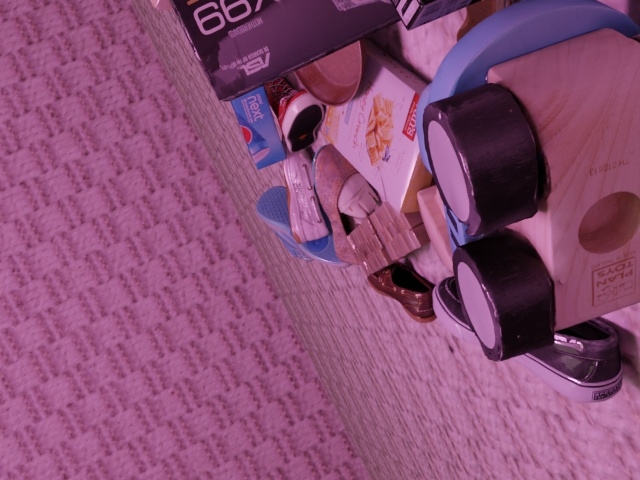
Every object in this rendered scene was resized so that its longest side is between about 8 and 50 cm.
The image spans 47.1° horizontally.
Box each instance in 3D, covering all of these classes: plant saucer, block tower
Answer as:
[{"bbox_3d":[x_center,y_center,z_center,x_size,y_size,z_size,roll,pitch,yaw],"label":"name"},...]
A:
[{"bbox_3d":[0.009,-0.296,1.077,0.198,0.036,0.199,41,145,38],"label":"plant saucer"},{"bbox_3d":[0.135,-0.018,1.249,0.091,0.097,0.335,63,165,4],"label":"block tower"}]

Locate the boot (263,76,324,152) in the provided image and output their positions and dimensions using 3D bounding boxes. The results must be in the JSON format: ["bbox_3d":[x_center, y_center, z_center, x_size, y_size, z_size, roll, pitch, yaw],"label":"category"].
[{"bbox_3d":[-0.071,-0.297,1.518,0.176,0.088,0.244,63,170,6],"label":"boot"}]

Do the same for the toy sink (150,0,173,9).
[{"bbox_3d":[-0.186,-0.471,1.218,0.131,0.234,0.153,-47,67,41],"label":"toy sink"}]

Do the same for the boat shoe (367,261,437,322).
[{"bbox_3d":[0.154,0.078,1.410,0.207,0.073,0.073,35,148,50],"label":"boat shoe"}]

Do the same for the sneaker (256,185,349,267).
[{"bbox_3d":[0.000,0.000,1.778,0.319,0.127,0.208,38,170,37],"label":"sneaker"}]

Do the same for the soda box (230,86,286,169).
[{"bbox_3d":[-0.136,-0.251,1.548,0.210,0.071,0.067,73,173,-49],"label":"soda box"}]

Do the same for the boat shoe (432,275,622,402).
[{"bbox_3d":[0.257,0.095,0.965,0.306,0.113,0.105,38,146,55],"label":"boat shoe"}]

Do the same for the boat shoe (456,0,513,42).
[{"bbox_3d":[0.181,-0.236,0.784,0.056,0.048,0.153,42,165,27],"label":"boat shoe"}]

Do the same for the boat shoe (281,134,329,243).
[{"bbox_3d":[-0.030,-0.133,1.665,0.098,0.096,0.277,49,-149,-79],"label":"boat shoe"}]

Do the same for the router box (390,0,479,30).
[{"bbox_3d":[0.122,-0.272,0.621,0.133,0.178,0.046,63,164,6],"label":"router box"}]

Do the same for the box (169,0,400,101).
[{"bbox_3d":[-0.021,-0.322,0.789,0.076,0.307,0.242,-77,-37,-79],"label":"box"}]

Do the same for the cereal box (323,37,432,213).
[{"bbox_3d":[0.091,-0.175,1.085,0.240,0.047,0.173,51,138,44],"label":"cereal box"}]

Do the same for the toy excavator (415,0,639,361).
[{"bbox_3d":[0.197,-0.067,0.774,0.445,0.222,0.433,-111,3,-54],"label":"toy excavator"}]

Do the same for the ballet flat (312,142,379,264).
[{"bbox_3d":[0.069,-0.061,1.449,0.106,0.107,0.316,29,154,33],"label":"ballet flat"}]
